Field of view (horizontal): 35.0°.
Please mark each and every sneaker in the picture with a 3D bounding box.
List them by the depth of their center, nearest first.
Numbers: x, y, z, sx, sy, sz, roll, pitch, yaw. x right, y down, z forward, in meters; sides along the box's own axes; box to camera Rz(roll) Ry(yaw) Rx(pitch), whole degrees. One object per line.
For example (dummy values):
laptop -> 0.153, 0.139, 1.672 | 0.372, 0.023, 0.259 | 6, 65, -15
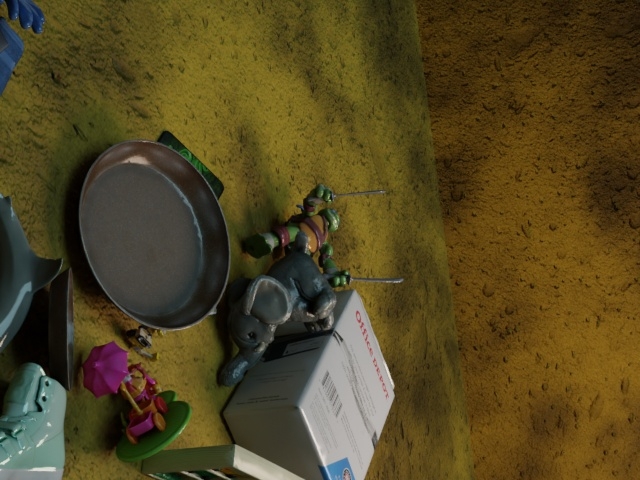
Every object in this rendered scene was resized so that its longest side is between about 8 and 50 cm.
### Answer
sneaker -> -0.398, 0.222, 1.245 | 0.256, 0.094, 0.151 | 37, 53, -71

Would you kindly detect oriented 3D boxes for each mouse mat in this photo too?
mouse mat -> -0.245, -0.092, 1.757 | 0.152, 0.007, 0.189 | 44, 36, -20

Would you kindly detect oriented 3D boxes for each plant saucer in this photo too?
plant saucer -> -0.353, 0.121, 1.384 | 0.168, 0.029, 0.168 | 180, -90, -78
plant saucer -> -0.268, -0.006, 1.613 | 0.311, 0.050, 0.310 | 24, 57, -44

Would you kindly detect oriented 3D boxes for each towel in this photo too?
towel -> -0.449, -0.249, 1.397 | 0.067, 0.029, 0.119 | 57, 32, -42

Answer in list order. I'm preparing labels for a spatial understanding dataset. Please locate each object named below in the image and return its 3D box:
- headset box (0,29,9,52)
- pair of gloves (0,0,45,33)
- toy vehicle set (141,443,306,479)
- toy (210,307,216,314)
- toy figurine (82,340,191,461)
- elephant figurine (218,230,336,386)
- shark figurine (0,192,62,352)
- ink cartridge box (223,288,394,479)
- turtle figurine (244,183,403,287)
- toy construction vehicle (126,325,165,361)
headset box -> -0.505, -0.267, 1.175 | 0.218, 0.110, 0.293 | -68, 142, -51
pair of gloves -> -0.452, -0.353, 1.349 | 0.159, 0.023, 0.198 | 52, 13, 28
toy vehicle set -> -0.147, 0.389, 1.661 | 0.267, 0.166, 0.035 | 44, 43, -53
toy -> -0.219, 0.014, 1.779 | 0.137, 0.056, 0.237 | -2, 83, -67
toy figurine -> -0.286, 0.215, 1.511 | 0.159, 0.130, 0.173 | 60, 7, -20
elephant figurine -> -0.103, 0.126, 1.873 | 0.186, 0.239, 0.169 | 55, -33, 32
shark figurine -> -0.395, 0.009, 1.321 | 0.166, 0.116, 0.278 | -7, 89, -68
ink cartridge box -> -0.007, 0.321, 2.000 | 0.395, 0.166, 0.285 | -59, 134, -56
turtle figurine -> 0.000, 0.000, 2.053 | 0.266, 0.275, 0.197 | -33, 142, -42
toy construction vehicle -> -0.284, 0.138, 1.623 | 0.098, 0.035, 0.085 | 57, 22, -47
